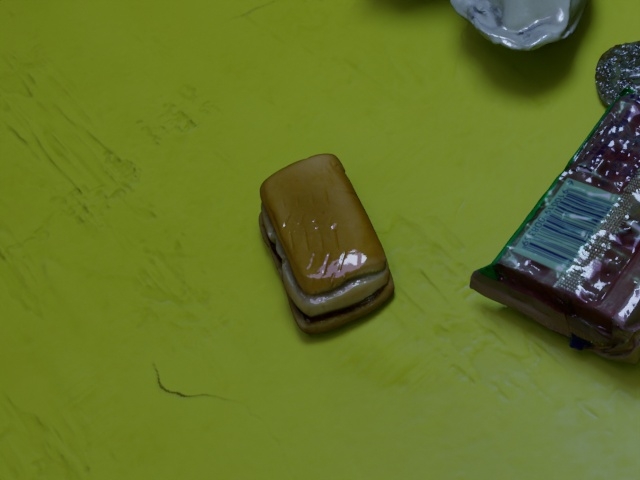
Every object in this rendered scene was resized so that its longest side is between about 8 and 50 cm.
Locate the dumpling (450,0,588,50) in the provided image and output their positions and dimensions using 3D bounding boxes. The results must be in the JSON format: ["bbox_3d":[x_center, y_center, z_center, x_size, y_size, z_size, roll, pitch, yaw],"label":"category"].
[{"bbox_3d":[0.229,-0.300,1.400,0.162,0.132,0.250,-7,50,21],"label":"dumpling"}]

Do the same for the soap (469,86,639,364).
[{"bbox_3d":[0.303,-0.024,1.204,0.217,0.098,0.273,28,71,35],"label":"soap"}]

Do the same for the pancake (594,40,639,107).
[{"bbox_3d":[0.353,-0.182,1.342,0.108,0.017,0.108,-9,57,14],"label":"pancake"}]

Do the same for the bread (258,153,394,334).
[{"bbox_3d":[0.000,0.000,1.334,0.116,0.077,0.200,-21,52,-2],"label":"bread"}]
